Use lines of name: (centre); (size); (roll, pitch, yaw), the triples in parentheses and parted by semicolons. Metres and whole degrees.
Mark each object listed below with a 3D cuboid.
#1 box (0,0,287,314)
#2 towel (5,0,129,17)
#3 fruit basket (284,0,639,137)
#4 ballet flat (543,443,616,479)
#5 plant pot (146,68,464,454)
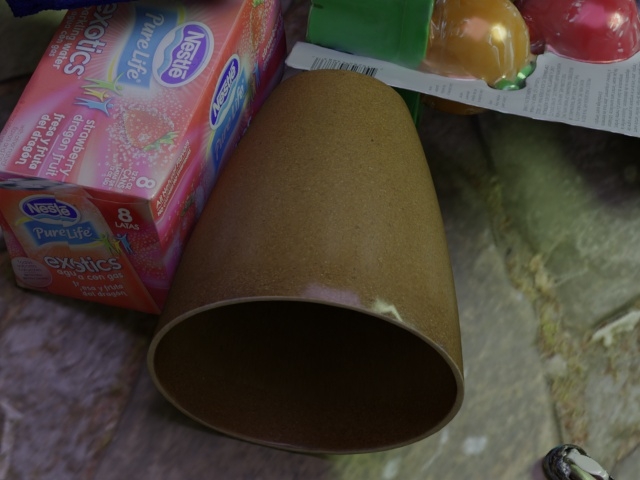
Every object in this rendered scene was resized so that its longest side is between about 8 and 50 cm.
box: (-0.140, -0.106, 1.554); (0.142, 0.154, 0.300); (11, 51, 14)
towel: (-0.152, -0.334, 1.509); (0.228, 0.076, 0.308); (-6, 84, -5)
fruit basket: (0.166, -0.172, 1.671); (0.353, 0.165, 0.327); (15, 31, 2)
ballet flat: (0.232, 0.207, 1.565); (0.114, 0.041, 0.041); (41, 54, 10)
plant pot: (0.000, 0.000, 1.493); (0.237, 0.237, 0.254); (13, 57, -10)
